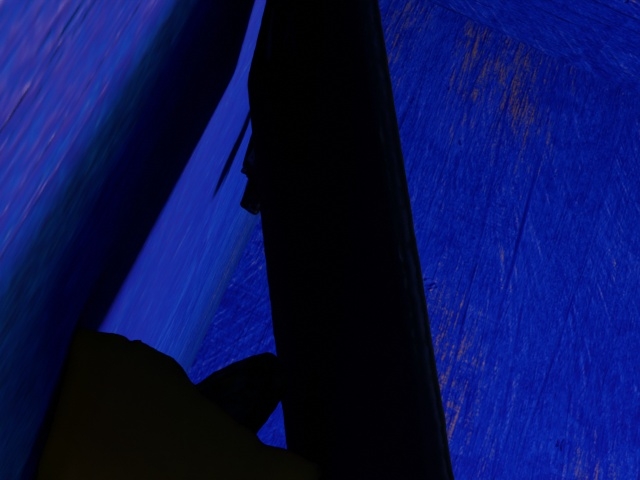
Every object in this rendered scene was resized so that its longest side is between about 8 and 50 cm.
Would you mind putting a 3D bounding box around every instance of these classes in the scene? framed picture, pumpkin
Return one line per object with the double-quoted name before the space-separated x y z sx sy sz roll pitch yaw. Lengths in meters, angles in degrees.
"framed picture" 0.000 0.000 0.527 0.244 0.013 0.324 114 -28 -62
"pumpkin" -0.084 0.137 0.588 0.248 0.131 0.126 -60 176 26

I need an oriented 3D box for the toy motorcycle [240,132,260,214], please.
"toy motorcycle" -0.012 -0.124 0.998 0.215 0.080 0.122 -61 180 8
